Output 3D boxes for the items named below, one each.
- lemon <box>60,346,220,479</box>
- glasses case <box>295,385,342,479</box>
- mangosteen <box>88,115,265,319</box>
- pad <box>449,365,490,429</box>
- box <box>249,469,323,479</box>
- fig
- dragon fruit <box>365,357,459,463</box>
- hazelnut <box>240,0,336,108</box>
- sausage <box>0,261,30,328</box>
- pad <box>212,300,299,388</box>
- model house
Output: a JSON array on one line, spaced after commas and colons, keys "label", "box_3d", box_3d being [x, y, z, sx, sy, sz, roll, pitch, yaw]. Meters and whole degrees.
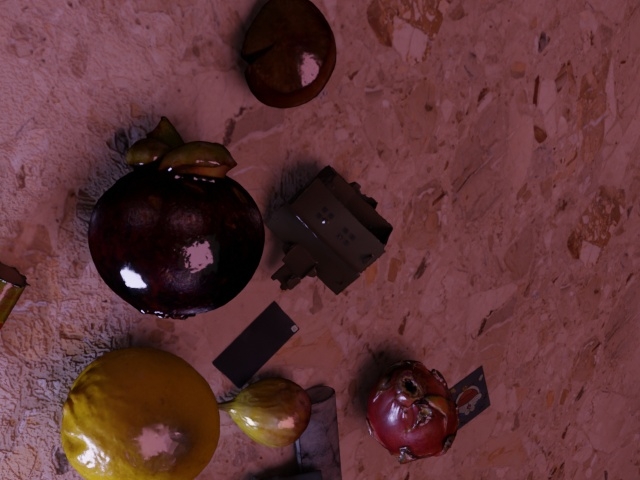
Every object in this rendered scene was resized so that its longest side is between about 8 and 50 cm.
[{"label": "lemon", "box_3d": [-0.339, 0.343, 1.581, 0.297, 0.297, 0.297, -16, 120, -29]}, {"label": "glasses case", "box_3d": [-0.007, 0.492, 2.025, 0.114, 0.060, 0.299, -18, 122, -22]}, {"label": "mangosteen", "box_3d": [-0.248, -0.040, 1.448, 0.306, 0.307, 0.347, 1, 95, -36]}, {"label": "pad", "box_3d": [0.371, 0.471, 2.318, 0.245, 0.006, 0.170, -32, 127, -19]}, {"label": "box", "box_3d": [-0.058, 0.664, 2.001, 0.178, 0.138, 0.274, -16, 126, -5]}, {"label": "fig", "box_3d": [-0.151, 0.378, 1.836, 0.257, 0.159, 0.159, 5, 110, -16]}, {"label": "dragon fruit", "box_3d": [0.224, 0.420, 2.037, 0.250, 0.250, 0.315, -48, 171, -6]}, {"label": "hazelnut", "box_3d": [-0.051, -0.342, 1.521, 0.178, 0.178, 0.204, 2, 81, -36]}, {"label": "sausage", "box_3d": [-0.629, 0.212, 1.441, 0.082, 0.082, 0.372, 29, 95, -40]}, {"label": "pad", "box_3d": [-0.140, 0.232, 1.841, 0.193, 0.004, 0.116, -44, 129, -8]}, {"label": "model house", "box_3d": [0.000, 0.000, 1.719, 0.211, 0.204, 0.243, 45, 110, 0]}]
